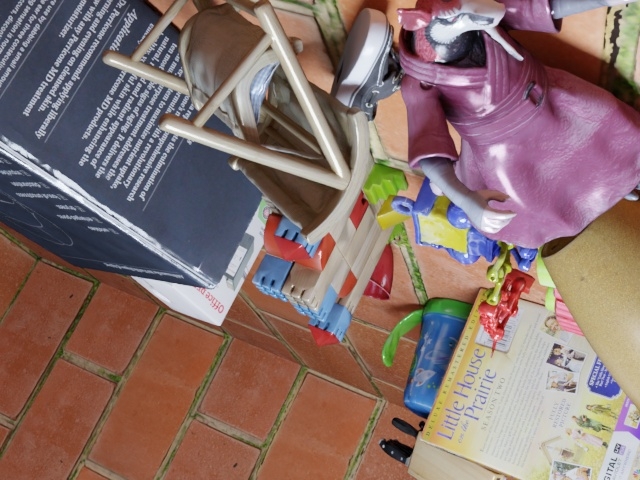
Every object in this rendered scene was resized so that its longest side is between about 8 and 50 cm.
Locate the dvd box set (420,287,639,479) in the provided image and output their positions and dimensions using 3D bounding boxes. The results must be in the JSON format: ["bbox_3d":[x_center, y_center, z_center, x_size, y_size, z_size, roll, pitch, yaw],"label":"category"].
[{"bbox_3d":[0.417,0.280,1.488,0.420,0.307,0.062,15,162,30],"label":"dvd box set"}]

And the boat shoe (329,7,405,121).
[{"bbox_3d":[0.062,-0.192,1.010,0.076,0.080,0.228,10,161,-7],"label":"boat shoe"}]

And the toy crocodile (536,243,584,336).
[{"bbox_3d":[0.385,0.081,1.286,0.115,0.105,0.340,18,162,26],"label":"toy crocodile"}]

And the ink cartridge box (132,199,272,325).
[{"bbox_3d":[-0.205,-0.008,1.593,0.115,0.273,0.198,17,161,28],"label":"ink cartridge box"}]

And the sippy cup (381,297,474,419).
[{"bbox_3d":[0.284,0.270,1.792,0.240,0.224,0.305,33,163,-19],"label":"sippy cup"}]

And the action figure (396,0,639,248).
[{"bbox_3d":[0.177,-0.153,0.849,0.370,0.248,0.276,39,-174,-40],"label":"action figure"}]

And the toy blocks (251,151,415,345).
[{"bbox_3d":[0.000,0.000,1.340,0.191,0.261,0.381,18,161,24],"label":"toy blocks"}]

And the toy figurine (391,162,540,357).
[{"bbox_3d":[0.182,-0.010,1.195,0.217,0.191,0.362,25,163,21],"label":"toy figurine"}]

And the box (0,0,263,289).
[{"bbox_3d":[-0.392,-0.173,1.337,0.480,0.297,0.472,5,152,49],"label":"box"}]

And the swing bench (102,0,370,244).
[{"bbox_3d":[-0.084,-0.163,1.018,0.255,0.165,0.253,39,-177,-39],"label":"swing bench"}]

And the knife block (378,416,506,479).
[{"bbox_3d":[0.223,0.420,1.656,0.242,0.088,0.276,15,-177,10],"label":"knife block"}]

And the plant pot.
[{"bbox_3d":[0.404,0.062,1.063,0.254,0.237,0.237,43,162,-2],"label":"plant pot"}]

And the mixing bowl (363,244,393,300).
[{"bbox_3d":[0.065,0.028,1.597,0.181,0.098,0.181,25,167,6],"label":"mixing bowl"}]
